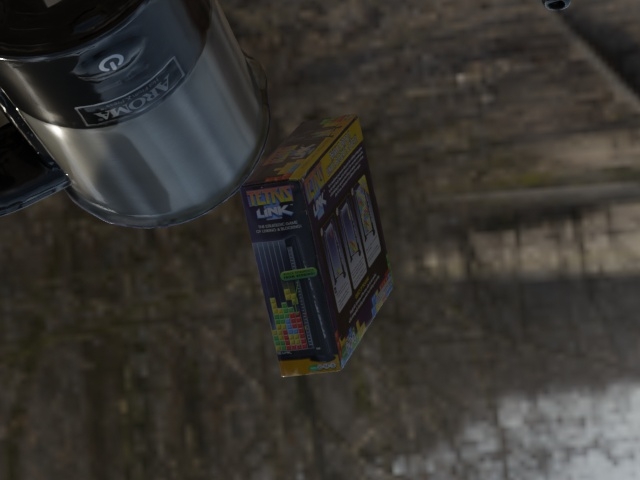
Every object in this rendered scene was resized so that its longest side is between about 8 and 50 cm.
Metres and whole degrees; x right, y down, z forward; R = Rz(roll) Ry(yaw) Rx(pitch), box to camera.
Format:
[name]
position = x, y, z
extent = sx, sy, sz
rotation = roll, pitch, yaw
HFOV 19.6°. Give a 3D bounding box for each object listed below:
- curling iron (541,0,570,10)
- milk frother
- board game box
[curling iron]
position = 0.146, -0.260, 1.174
extent = 0.068, 0.274, 0.035
rotation = -24, 145, 37
[milk frother]
position = -0.096, -0.089, 0.621
extent = 0.129, 0.143, 0.135
rotation = -12, 156, 5
[board game box]
position = 0.000, 0.000, 1.317
extent = 0.048, 0.141, 0.170
rotation = -9, -164, 18
